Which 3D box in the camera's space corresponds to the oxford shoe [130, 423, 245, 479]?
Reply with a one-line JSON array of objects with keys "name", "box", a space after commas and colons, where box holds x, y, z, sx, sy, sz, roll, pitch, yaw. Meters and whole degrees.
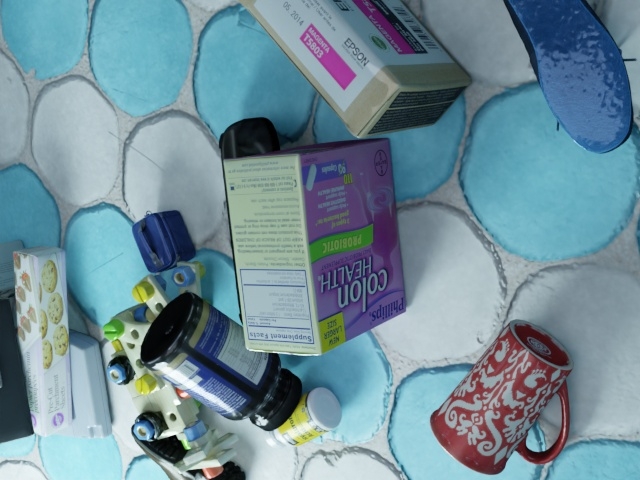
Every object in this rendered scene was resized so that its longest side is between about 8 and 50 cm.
[{"name": "oxford shoe", "box": [-0.230, 0.375, 1.457, 0.227, 0.083, 0.096, 31, 121, 27]}]

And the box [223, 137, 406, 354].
[{"name": "box", "box": [0.000, 0.000, 1.139, 0.117, 0.213, 0.243, 0, 100, 34]}]

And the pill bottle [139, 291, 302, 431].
[{"name": "pill bottle", "box": [-0.135, 0.179, 1.262, 0.219, 0.123, 0.123, 39, 128, -25]}]

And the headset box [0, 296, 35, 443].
[{"name": "headset box", "box": [-0.626, 0.242, 1.561, 0.283, 0.131, 0.246, -20, 81, 52]}]

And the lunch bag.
[{"name": "lunch bag", "box": [-0.252, -0.002, 1.399, 0.067, 0.065, 0.098, -27, 85, 35]}]

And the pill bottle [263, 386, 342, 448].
[{"name": "pill bottle", "box": [-0.029, 0.266, 1.308, 0.116, 0.065, 0.065, -34, 81, 35]}]

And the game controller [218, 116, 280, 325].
[{"name": "game controller", "box": [-0.083, -0.013, 1.256, 0.166, 0.067, 0.319, 8, 106, 58]}]

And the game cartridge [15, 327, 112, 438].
[{"name": "game cartridge", "box": [-0.507, 0.255, 1.635, 0.297, 0.062, 0.198, -2, 95, 34]}]

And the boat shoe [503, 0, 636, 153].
[{"name": "boat shoe", "box": [0.282, -0.219, 0.986, 0.109, 0.089, 0.258, -21, 83, 22]}]

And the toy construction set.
[{"name": "toy construction set", "box": [-0.227, 0.212, 1.389, 0.215, 0.151, 0.327, -23, 80, 29]}]

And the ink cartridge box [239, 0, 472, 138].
[{"name": "ink cartridge box", "box": [0.046, -0.242, 1.070, 0.234, 0.193, 0.088, 51, 123, 14]}]

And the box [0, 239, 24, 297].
[{"name": "box", "box": [-0.599, 0.061, 1.624, 0.102, 0.101, 0.087, -25, 85, 35]}]

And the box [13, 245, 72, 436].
[{"name": "box", "box": [-0.475, 0.171, 1.526, 0.063, 0.067, 0.324, 9, 104, 32]}]

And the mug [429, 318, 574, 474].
[{"name": "mug", "box": [0.241, 0.194, 1.105, 0.169, 0.150, 0.113, -60, 31, 23]}]
